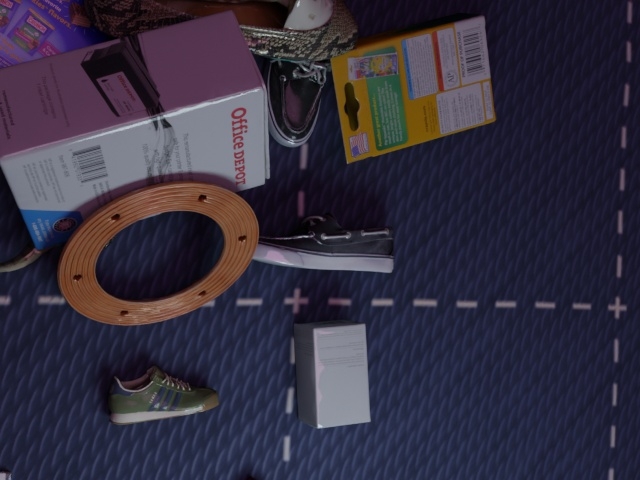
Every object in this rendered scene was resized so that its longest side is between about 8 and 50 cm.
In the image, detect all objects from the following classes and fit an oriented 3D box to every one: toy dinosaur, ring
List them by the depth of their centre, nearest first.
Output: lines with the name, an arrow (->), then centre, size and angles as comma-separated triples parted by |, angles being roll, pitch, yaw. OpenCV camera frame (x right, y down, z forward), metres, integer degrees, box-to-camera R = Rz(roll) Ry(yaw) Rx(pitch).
ring -> -0.263, 0.020, 1.835 | 0.336, 0.337, 0.032 | -11, 51, -21
toy dinosaur -> -0.414, -0.011, 1.859 | 0.118, 0.064, 0.268 | 41, 67, -5

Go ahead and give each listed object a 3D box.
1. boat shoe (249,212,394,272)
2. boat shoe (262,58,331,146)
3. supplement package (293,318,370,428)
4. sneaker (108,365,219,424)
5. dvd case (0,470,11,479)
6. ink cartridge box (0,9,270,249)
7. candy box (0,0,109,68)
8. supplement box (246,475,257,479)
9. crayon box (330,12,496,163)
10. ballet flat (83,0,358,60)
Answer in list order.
boat shoe -> 0.000, 0.000, 2.009 | 0.301, 0.108, 0.102 | 4, 90, -24
boat shoe -> -0.029, -0.320, 1.991 | 0.113, 0.105, 0.306 | 12, 87, -21
supplement package -> 0.019, 0.237, 2.021 | 0.105, 0.105, 0.179 | -3, 92, -23
sneaker -> -0.270, 0.256, 1.927 | 0.192, 0.064, 0.086 | -7, 99, -18
dvd case -> -0.617, 0.458, 1.818 | 0.221, 0.018, 0.165 | 3, 90, -22
ink cartridge box -> -0.290, -0.166, 1.739 | 0.394, 0.285, 0.166 | -16, 65, -11
candy box -> -0.455, -0.399, 1.811 | 0.268, 0.122, 0.317 | 35, 80, -17
supplement box -> -0.107, 0.469, 2.008 | 0.083, 0.043, 0.055 | 45, 76, -17
crayon box -> 0.156, -0.282, 2.055 | 0.322, 0.083, 0.203 | -18, 111, -22
ballet flat -> -0.126, -0.385, 1.785 | 0.482, 0.182, 0.164 | 1, 65, -25
